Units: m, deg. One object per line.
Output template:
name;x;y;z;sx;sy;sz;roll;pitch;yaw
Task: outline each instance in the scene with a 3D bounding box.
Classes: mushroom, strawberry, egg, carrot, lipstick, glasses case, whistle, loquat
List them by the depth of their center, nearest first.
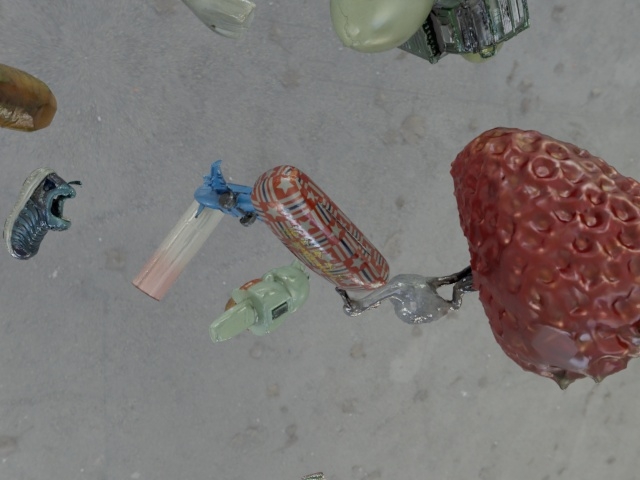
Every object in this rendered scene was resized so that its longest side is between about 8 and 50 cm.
strawberry;0.222;-0.001;0.467;0.205;0.205;0.244;-30;78;-13
glasses case;0.000;0.000;0.529;0.194;0.073;0.049;44;45;-33
egg;0.070;-0.279;0.558;0.114;0.114;0.152;42;71;-31
carrot;-0.589;-0.256;0.811;0.114;0.114;0.302;-65;162;8
whistle;-0.103;0.116;0.908;0.253;0.106;0.101;-31;97;-44
lipstick;-0.354;0.000;1.275;0.087;0.087;0.326;42;76;-31
mushroom;-0.339;-0.707;1.420;0.329;0.159;0.122;29;56;-2
loquat;-0.278;0.245;1.734;0.137;0.137;0.112;-12;105;-21

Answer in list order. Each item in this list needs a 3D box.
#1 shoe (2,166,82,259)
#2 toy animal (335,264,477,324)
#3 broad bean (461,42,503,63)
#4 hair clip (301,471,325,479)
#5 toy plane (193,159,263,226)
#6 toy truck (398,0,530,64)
shoe;-0.591;-0.050;1.044;0.106;0.091;0.207;26;90;-3
toy animal;0.163;0.097;0.877;0.324;0.090;0.195;-10;141;-15
broad bean;0.310;-0.494;0.985;0.119;0.290;0.238;-5;145;16
hair clip;-0.012;0.587;1.163;0.054;0.022;0.137;-14;124;-7
toy plane;-0.207;-0.098;1.158;0.254;0.272;0.105;47;51;-47
toy truck;0.171;-0.323;0.685;0.121;0.259;0.088;-29;123;1
